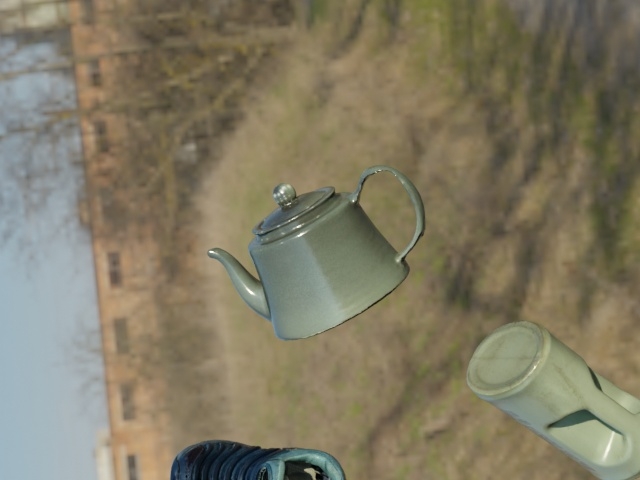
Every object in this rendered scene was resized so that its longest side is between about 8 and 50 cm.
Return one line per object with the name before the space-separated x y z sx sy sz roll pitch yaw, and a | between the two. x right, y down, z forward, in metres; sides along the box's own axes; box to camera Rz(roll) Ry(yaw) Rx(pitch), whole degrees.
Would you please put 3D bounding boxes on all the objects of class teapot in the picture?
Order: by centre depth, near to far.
teapot | 0.000 0.000 1.625 0.149 0.239 0.162 62 -160 -10

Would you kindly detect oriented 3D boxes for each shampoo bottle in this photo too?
shampoo bottle | 0.264 0.174 1.509 0.118 0.234 0.087 -10 49 60

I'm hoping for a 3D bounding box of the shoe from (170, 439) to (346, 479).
shoe | -0.061 0.263 1.671 0.106 0.207 0.091 134 139 -71
